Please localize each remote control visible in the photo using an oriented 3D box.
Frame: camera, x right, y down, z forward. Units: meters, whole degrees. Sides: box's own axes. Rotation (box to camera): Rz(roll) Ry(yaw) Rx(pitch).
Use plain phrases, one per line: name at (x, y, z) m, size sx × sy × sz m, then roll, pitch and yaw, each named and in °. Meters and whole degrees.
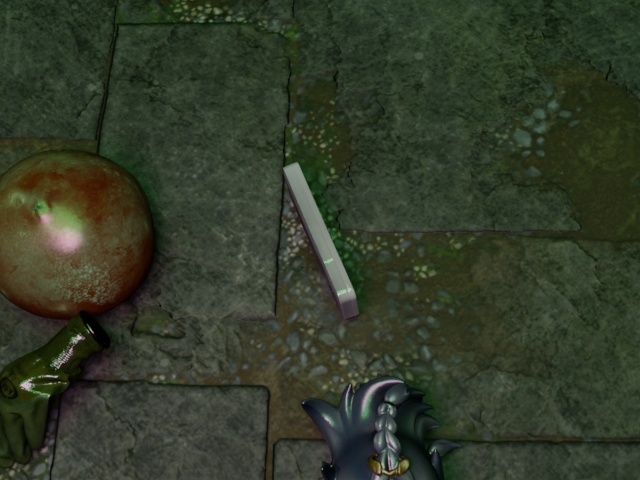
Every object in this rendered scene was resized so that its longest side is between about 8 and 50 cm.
remote control at (0.000, 0.000, 1.515) m, size 0.034 × 0.103 × 0.250 m, roll -22°, pitch 65°, yaw -4°

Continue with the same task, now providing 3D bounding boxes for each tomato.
tomato at (-0.391, -0.016, 1.485) m, size 0.270 × 0.223 × 0.270 m, roll -3°, pitch 67°, yaw 6°

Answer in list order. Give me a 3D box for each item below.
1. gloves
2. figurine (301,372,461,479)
gloves at (-0.420, 0.217, 1.430) m, size 0.107 × 0.135 × 0.268 m, roll 34°, pitch 94°, yaw -27°
figurine at (0.085, 0.305, 1.344) m, size 0.175 × 0.197 × 0.265 m, roll -26°, pitch 69°, yaw 19°
